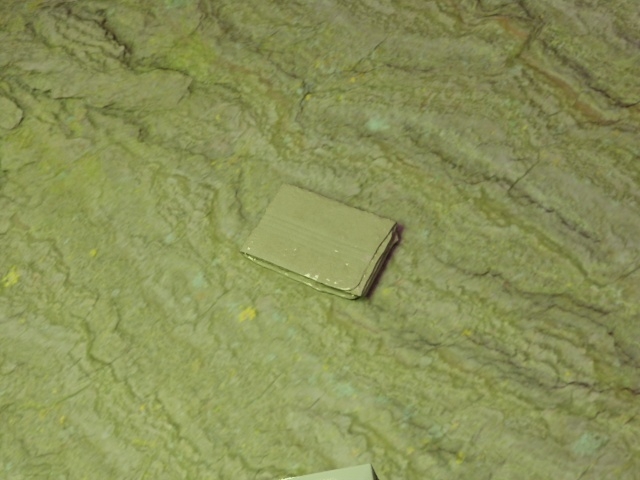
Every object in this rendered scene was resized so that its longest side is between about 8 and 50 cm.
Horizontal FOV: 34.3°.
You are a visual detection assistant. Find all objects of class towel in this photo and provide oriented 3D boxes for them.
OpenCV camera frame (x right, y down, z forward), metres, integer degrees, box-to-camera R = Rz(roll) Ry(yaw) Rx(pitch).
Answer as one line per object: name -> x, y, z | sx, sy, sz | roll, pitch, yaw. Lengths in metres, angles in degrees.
towel -> 0.000, 0.000, 2.066 | 0.282, 0.049, 0.187 | 22, 66, 23

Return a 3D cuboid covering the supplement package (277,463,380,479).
supplement package -> 0.021, 0.530, 1.677 | 0.198, 0.199, 0.263 | -12, 59, 6
